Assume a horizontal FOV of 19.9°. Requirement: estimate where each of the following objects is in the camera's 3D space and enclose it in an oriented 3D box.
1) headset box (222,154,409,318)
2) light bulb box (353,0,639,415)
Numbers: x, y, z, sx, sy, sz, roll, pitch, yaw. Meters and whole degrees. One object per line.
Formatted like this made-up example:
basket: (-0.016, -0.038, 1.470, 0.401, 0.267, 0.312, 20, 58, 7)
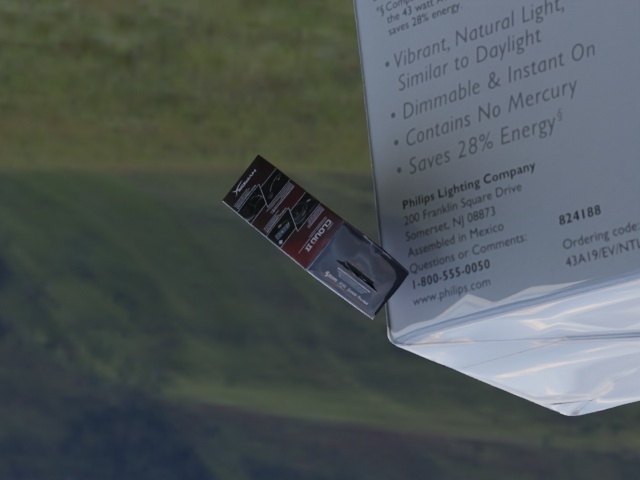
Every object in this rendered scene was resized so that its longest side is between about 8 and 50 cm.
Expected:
headset box: (0.000, 0.000, 0.898, 0.083, 0.032, 0.062, 40, -178, 42)
light bulb box: (0.220, -0.131, 0.981, 0.357, 0.361, 0.225, -16, 157, 27)
